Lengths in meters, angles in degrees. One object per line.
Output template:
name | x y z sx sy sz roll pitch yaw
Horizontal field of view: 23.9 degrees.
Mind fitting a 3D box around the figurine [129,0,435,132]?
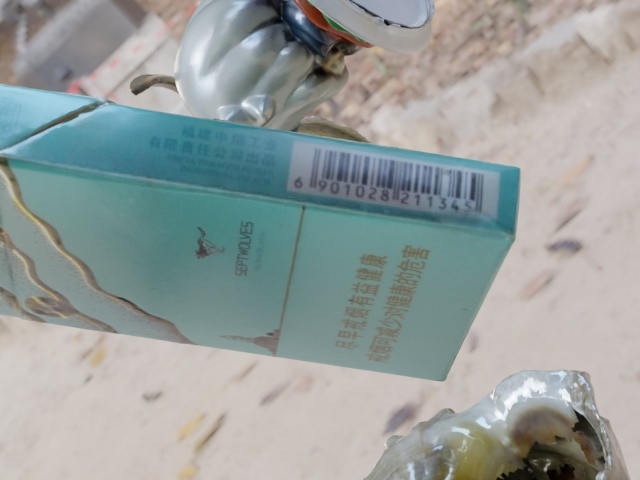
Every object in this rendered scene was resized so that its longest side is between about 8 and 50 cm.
figurine | -0.035 -0.103 0.787 0.153 0.132 0.132 -44 13 29

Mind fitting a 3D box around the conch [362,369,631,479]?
conch | 0.152 0.235 1.156 0.263 0.186 0.324 -56 24 22

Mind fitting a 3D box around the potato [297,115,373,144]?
potato | 0.000 0.000 1.088 0.081 0.164 0.200 -35 -11 34

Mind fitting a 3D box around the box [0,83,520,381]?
box | -0.042 0.001 0.658 0.162 0.229 0.041 102 176 -63
